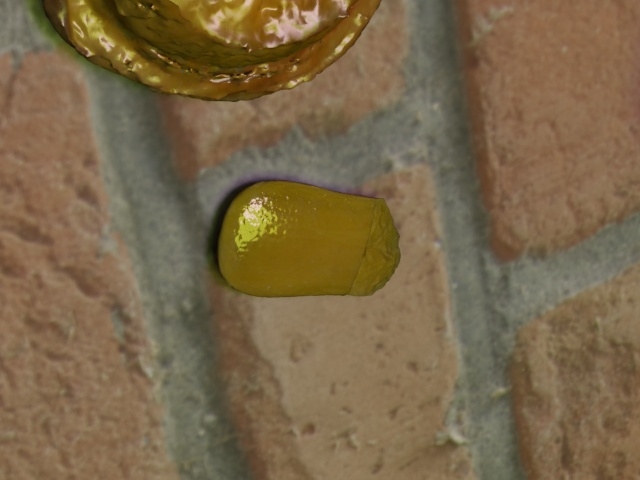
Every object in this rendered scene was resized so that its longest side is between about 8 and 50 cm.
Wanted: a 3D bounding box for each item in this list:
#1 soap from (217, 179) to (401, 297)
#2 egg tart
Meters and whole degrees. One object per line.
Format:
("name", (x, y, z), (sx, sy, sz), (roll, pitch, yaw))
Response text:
("soap", (0.000, 0.000, 1.180), (0.168, 0.033, 0.089), (1, 112, -32))
("egg tart", (-0.056, -0.214, 1.011), (0.288, 0.118, 0.288), (-9, 113, -23))
